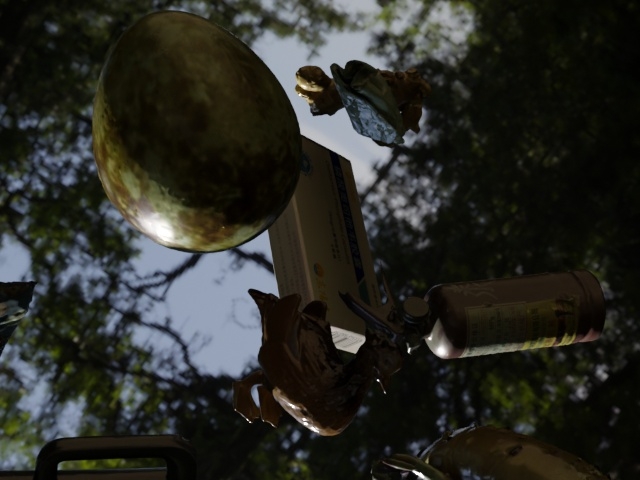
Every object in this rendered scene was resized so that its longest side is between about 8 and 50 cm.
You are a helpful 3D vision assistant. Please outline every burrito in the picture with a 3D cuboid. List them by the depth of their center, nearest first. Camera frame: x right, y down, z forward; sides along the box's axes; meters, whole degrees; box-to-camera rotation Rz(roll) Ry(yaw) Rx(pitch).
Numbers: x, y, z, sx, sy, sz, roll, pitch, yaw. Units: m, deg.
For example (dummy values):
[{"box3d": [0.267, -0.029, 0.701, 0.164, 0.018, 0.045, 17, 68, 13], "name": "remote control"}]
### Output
[{"box3d": [0.054, -0.158, 1.164, 0.074, 0.044, 0.118, 21, 154, 31], "name": "burrito"}]

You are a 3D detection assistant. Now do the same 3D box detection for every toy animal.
[{"box3d": [-0.011, 0.109, 1.067, 0.089, 0.179, 0.188, 19, -138, -57], "name": "toy animal"}]

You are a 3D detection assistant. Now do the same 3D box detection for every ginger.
[{"box3d": [0.070, -0.219, 1.564, 0.193, 0.176, 0.052, 53, -168, -38], "name": "ginger"}]

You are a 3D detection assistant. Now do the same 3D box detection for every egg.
[{"box3d": [-0.147, -0.122, 1.197, 0.289, 0.238, 0.238, 64, 176, -31], "name": "egg"}]

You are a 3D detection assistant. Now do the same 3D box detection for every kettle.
[{"box3d": [-0.351, 0.422, 1.626, 0.308, 0.262, 0.203, -2, 180, -13], "name": "kettle"}]

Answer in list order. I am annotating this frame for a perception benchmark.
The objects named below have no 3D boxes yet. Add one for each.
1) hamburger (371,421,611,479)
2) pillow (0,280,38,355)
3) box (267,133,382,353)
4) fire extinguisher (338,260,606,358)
[{"box3d": [0.171, 0.283, 0.802, 0.318, 0.195, 0.277, 26, 156, 39], "name": "hamburger"}, {"box3d": [-0.528, 0.145, 1.481, 0.189, 0.255, 0.034, 1, -136, -44], "name": "pillow"}, {"box3d": [0.000, 0.000, 1.660, 0.200, 0.065, 0.343, 22, -130, -50], "name": "box"}, {"box3d": [0.146, 0.069, 1.034, 0.252, 0.075, 0.106, -6, -150, -14], "name": "fire extinguisher"}]
